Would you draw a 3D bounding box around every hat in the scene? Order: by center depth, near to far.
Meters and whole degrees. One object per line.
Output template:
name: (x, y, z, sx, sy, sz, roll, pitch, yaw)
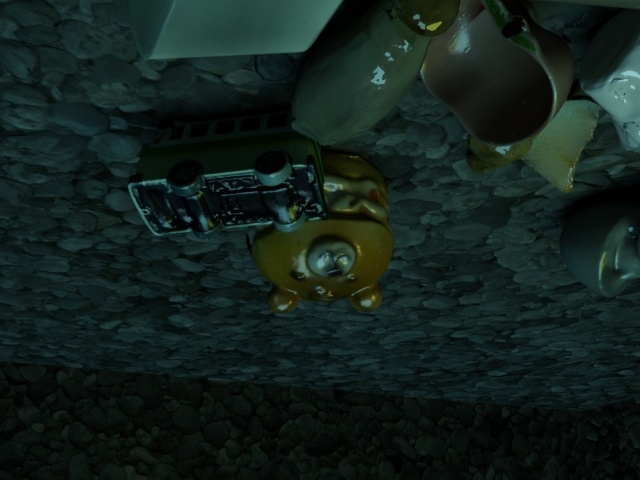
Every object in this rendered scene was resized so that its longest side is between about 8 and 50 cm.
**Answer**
hat: (0.410, -0.215, 0.965, 0.126, 0.203, 0.203, 28, 147, -16)

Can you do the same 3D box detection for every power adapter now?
power adapter: (-0.057, -0.279, 0.783, 0.255, 0.124, 0.187, -12, 165, -30)

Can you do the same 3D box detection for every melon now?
melon: (0.365, -0.163, 1.158, 0.054, 0.098, 0.182, -21, 145, -19)

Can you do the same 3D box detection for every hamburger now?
hamburger: (0.000, 0.000, 1.323, 0.276, 0.237, 0.276, -3, 157, -1)

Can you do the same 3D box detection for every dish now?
dish: (0.218, -0.223, 0.921, 0.090, 0.213, 0.213, -36, 168, -24)

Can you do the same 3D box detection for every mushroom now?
mushroom: (0.056, -0.220, 0.951, 0.128, 0.128, 0.350, 8, 155, -20)

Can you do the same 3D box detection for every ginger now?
ginger: (0.265, -0.146, 1.211, 0.096, 0.067, 0.165, 5, 160, -19)

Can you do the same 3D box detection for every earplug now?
earplug: (0.597, -0.021, 1.409, 0.325, 0.175, 0.214, -31, 149, 33)

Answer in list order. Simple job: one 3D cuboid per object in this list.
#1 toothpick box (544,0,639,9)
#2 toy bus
toothpick box: (0.270, -0.302, 0.800, 0.180, 0.111, 0.111, 2, 156, -11)
toy bus: (-0.132, -0.104, 1.162, 0.276, 0.165, 0.133, -4, 141, 9)
